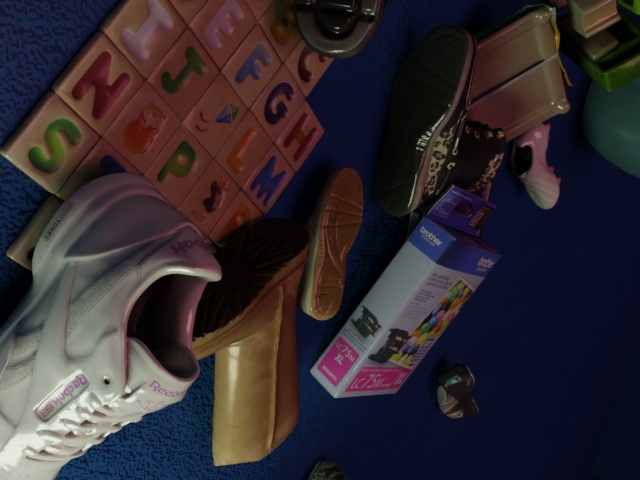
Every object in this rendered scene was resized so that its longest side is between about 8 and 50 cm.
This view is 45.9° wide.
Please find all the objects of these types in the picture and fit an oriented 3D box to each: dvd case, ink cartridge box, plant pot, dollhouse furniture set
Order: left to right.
[{"bbox_3d":[0.134,0.077,1.019,0.311,0.065,0.186,-57,150,11],"label":"ink cartridge box"},{"bbox_3d":[0.190,-0.004,1.144,0.221,0.018,0.164,-28,134,-44],"label":"dvd case"},{"bbox_3d":[0.292,-0.278,1.041,0.302,0.151,0.197,-29,138,5],"label":"dollhouse furniture set"},{"bbox_3d":[0.640,-0.247,1.416,0.293,0.235,0.293,-33,136,-39],"label":"plant pot"}]

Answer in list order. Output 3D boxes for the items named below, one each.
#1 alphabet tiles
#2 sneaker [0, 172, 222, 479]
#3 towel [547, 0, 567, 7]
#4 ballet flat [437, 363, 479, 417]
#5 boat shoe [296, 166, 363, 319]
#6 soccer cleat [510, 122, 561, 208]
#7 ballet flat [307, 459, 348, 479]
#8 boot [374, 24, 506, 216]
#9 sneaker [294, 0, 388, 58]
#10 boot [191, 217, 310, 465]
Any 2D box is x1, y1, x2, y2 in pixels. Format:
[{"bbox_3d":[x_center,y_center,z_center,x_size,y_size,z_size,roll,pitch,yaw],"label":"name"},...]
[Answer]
[{"bbox_3d":[-0.109,-0.089,0.663,0.342,0.011,0.285,-56,147,-13],"label":"alphabet tiles"},{"bbox_3d":[-0.181,0.105,0.554,0.114,0.152,0.305,16,105,-58],"label":"sneaker"},{"bbox_3d":[0.349,-0.414,1.078,0.110,0.027,0.148,-4,115,-53],"label":"towel"},{"bbox_3d":[0.248,0.286,1.394,0.074,0.074,0.203,-52,152,-18],"label":"ballet flat"},{"bbox_3d":[0.000,0.000,0.837,0.063,0.059,0.170,14,89,-43],"label":"boat shoe"},{"bbox_3d":[0.352,-0.117,1.261,0.076,0.068,0.196,-45,136,-20],"label":"soccer cleat"},{"bbox_3d":[-0.020,0.410,1.088,0.188,0.070,0.070,-59,148,-7],"label":"ballet flat"},{"bbox_3d":[0.167,-0.149,0.934,0.179,0.085,0.236,-13,129,-43],"label":"boot"},{"bbox_3d":[0.033,-0.297,0.671,0.106,0.101,0.267,-41,146,-74],"label":"sneaker"},{"bbox_3d":[-0.092,0.137,0.764,0.236,0.089,0.269,-31,139,-41],"label":"boot"}]
